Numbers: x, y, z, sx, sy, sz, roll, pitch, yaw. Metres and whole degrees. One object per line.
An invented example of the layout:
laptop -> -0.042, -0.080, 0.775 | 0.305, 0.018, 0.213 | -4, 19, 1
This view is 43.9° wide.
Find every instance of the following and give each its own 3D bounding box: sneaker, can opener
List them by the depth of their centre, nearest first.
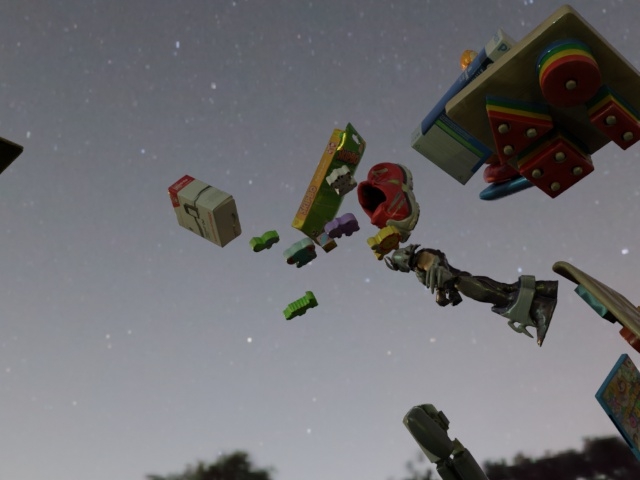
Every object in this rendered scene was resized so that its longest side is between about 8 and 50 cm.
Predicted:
can opener -> 0.245, 0.428, 1.459 | 0.076, 0.284, 0.095 | -36, -3, 26
sneaker -> 0.131, -0.104, 1.690 | 0.118, 0.279, 0.107 | 23, -67, -19

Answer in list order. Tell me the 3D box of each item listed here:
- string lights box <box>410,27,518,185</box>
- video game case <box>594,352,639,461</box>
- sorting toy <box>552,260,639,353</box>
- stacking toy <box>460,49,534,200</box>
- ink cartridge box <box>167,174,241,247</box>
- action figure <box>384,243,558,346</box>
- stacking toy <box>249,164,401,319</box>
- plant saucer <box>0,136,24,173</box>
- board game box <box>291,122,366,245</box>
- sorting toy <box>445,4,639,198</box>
string lights box -> 0.300, -0.245, 1.483 | 0.133, 0.077, 0.260 | 35, -64, -11
video game case -> 0.571, 0.306, 1.442 | 0.166, 0.119, 0.015 | 54, -34, -9
sorting toy -> 0.488, 0.138, 1.191 | 0.307, 0.229, 0.041 | 23, -72, -46
stacking toy -> 0.361, -0.247, 1.598 | 0.165, 0.302, 0.175 | -22, 6, 39
ink cartridge box -> -0.253, -0.065, 1.741 | 0.150, 0.063, 0.109 | 25, -39, 34
action figure -> 0.233, 0.072, 1.276 | 0.284, 0.099, 0.185 | 19, 9, 17
stacking toy -> 0.000, 0.000, 1.263 | 0.221, 0.167, 0.052 | -35, -37, 5
plant saucer -> -0.561, -0.106, 1.178 | 0.188, 0.045, 0.188 | -44, -10, 1
board game box -> 0.023, -0.125, 1.748 | 0.039, 0.260, 0.124 | 22, -8, 28
sorting toy -> 0.385, -0.204, 1.301 | 0.255, 0.089, 0.257 | 32, -51, -26
